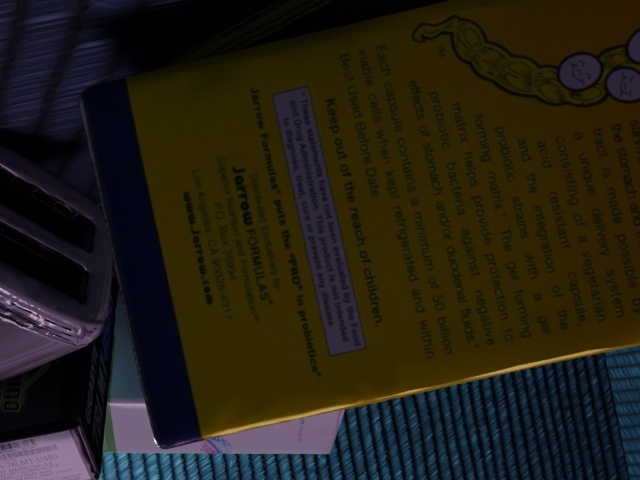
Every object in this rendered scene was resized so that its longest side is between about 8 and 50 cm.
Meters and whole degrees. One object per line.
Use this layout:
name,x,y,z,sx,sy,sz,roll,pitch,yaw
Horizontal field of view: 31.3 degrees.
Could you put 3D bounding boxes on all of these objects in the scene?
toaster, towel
toaster,-0.251,0.011,0.796,0.146,0.129,0.227,-19,144,29
towel,0.008,-0.118,0.648,0.102,0.021,0.237,0,168,-45

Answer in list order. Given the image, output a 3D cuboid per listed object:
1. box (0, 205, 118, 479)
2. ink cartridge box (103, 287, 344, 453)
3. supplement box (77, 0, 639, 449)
box,-0.326,0.100,0.964,0.293,0.073,0.295,-9,-144,0
ink cartridge box,-0.120,0.099,1.129,0.278,0.201,0.117,2,143,-5
supplement box,0.074,-0.023,0.660,0.357,0.195,0.194,-13,178,3
